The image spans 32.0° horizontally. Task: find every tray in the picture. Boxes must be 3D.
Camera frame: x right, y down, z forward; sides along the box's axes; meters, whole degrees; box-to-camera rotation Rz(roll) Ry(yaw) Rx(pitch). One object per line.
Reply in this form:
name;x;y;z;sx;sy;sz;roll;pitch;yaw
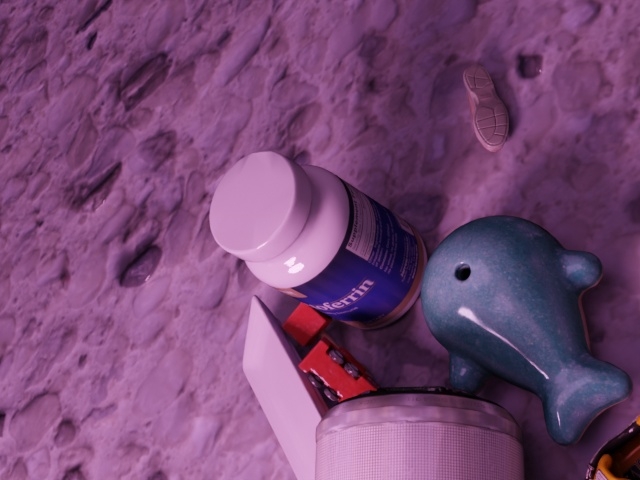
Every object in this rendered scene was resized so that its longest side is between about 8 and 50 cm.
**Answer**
tray;-0.030;0.205;1.388;0.270;0.030;0.145;58;148;40

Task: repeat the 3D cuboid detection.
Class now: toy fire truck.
toy fire truck;0.030;0.156;1.351;0.192;0.135;0.047;41;99;5

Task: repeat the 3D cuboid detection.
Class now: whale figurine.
whale figurine;0.212;0.088;1.206;0.216;0.141;0.272;-44;50;14

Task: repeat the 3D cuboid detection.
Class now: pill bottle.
pill bottle;0.000;0.000;1.334;0.153;0.264;0.153;-18;60;33

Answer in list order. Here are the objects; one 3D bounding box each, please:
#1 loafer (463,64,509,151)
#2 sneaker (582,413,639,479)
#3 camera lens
loafer;0.208;-0.161;1.403;0.045;0.039;0.125;-10;62;-2
sneaker;0.282;0.252;1.106;0.225;0.092;0.088;-54;47;6
camera lens;0.100;0.299;1.144;0.219;0.219;0.274;-15;62;34
